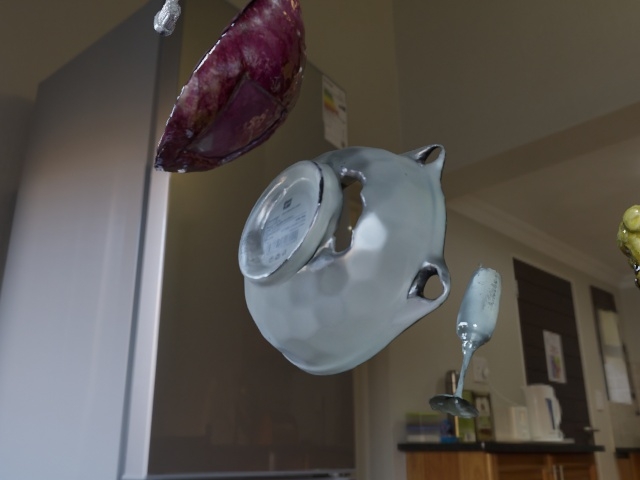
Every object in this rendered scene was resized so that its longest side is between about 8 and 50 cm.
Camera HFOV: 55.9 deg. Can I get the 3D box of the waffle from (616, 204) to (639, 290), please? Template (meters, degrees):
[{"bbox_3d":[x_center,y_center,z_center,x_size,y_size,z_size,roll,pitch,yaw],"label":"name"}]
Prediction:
[{"bbox_3d":[0.479,0.028,0.690,0.324,0.261,0.151,-27,-8,-47],"label":"waffle"}]

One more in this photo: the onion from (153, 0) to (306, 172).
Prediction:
[{"bbox_3d":[-0.100,-0.167,0.756,0.111,0.247,0.250,35,-24,-9],"label":"onion"}]

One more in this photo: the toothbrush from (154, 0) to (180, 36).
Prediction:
[{"bbox_3d":[-0.187,-0.333,0.789,0.025,0.307,0.029,28,-60,-26],"label":"toothbrush"}]

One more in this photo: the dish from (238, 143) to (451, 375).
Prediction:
[{"bbox_3d":[0.000,0.000,0.668,0.120,0.303,0.303,29,-32,-31],"label":"dish"}]

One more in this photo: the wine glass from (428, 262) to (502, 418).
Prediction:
[{"bbox_3d":[0.235,0.146,0.933,0.074,0.262,0.074,16,-38,13],"label":"wine glass"}]
